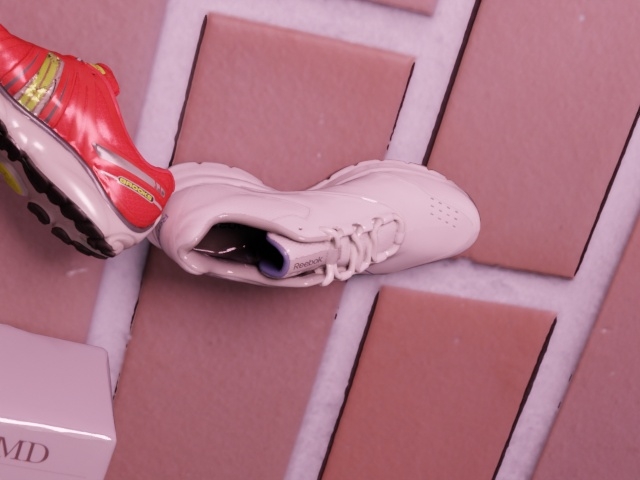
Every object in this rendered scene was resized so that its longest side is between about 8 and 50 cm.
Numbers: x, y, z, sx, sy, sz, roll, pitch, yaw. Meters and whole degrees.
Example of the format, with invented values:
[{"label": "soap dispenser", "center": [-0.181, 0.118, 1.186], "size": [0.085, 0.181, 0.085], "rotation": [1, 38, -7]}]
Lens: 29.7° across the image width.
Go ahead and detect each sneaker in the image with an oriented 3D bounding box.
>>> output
[{"label": "sneaker", "center": [-0.223, -0.115, 0.949], "size": [0.118, 0.107, 0.279], "rotation": [-46, 108, -31]}, {"label": "sneaker", "center": [0.000, 0.000, 1.030], "size": [0.297, 0.129, 0.111], "rotation": [-3, 114, -13]}]

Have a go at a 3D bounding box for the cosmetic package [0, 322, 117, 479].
[{"label": "cosmetic package", "center": [-0.356, 0.299, 1.065], "size": [0.230, 0.161, 0.453], "rotation": [14, 110, -19]}]
